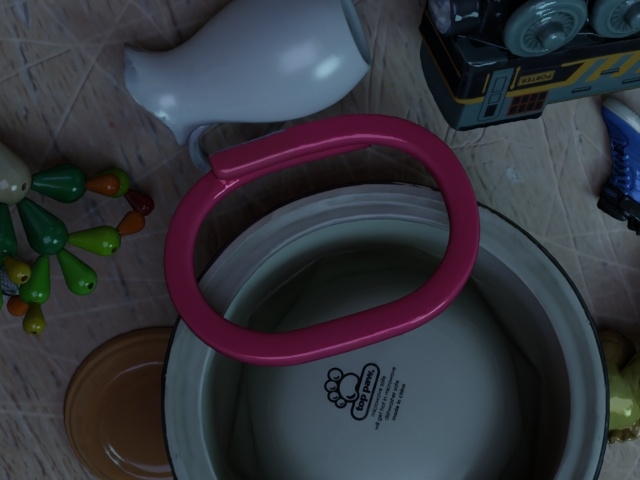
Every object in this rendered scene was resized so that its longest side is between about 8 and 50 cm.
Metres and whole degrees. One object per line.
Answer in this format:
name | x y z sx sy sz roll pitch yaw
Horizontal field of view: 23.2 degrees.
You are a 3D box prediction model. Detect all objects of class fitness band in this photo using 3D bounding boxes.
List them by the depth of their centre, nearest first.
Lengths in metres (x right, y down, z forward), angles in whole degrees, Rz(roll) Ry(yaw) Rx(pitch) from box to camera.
fitness band | 0.000 0.000 1.415 0.291 0.054 0.209 -16 80 -1

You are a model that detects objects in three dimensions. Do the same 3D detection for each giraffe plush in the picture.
giraffe plush | 0.336 0.146 1.611 0.170 0.210 0.181 -13 124 31

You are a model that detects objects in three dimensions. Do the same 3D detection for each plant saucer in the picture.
plant saucer | -0.166 0.185 1.617 0.200 0.037 0.200 -3 115 -6

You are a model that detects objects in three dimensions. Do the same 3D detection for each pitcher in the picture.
pitcher | -0.054 -0.146 1.444 0.207 0.125 0.178 -19 137 13

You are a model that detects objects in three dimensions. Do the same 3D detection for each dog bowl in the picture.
dog bowl | 0.060 0.156 1.478 0.408 0.150 0.408 0 78 1

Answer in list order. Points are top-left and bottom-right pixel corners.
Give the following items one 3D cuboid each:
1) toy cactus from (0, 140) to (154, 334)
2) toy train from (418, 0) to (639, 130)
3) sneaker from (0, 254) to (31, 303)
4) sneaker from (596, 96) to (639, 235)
toy cactus | -0.268 -0.025 1.440 0.219 0.112 0.180 -43 103 -29
toy train | 0.243 -0.207 1.409 0.334 0.142 0.190 -13 148 -19
sneaker | -0.339 -0.026 1.468 0.093 0.088 0.225 -38 116 4
sneaker | 0.305 -0.067 1.551 0.084 0.058 0.152 -41 120 2
